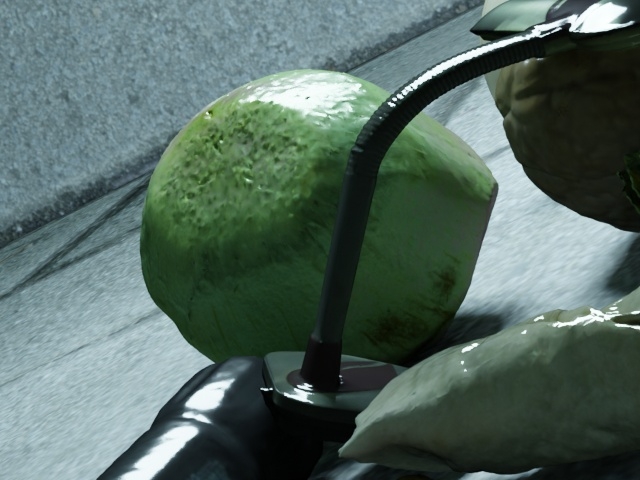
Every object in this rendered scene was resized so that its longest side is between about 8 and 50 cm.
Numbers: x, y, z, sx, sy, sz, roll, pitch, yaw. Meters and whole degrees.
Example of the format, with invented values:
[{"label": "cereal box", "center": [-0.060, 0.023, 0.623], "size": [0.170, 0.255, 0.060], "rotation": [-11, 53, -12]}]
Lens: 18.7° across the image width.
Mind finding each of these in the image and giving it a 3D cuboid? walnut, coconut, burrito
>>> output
[{"label": "walnut", "center": [0.215, -0.089, 1.163], "size": [0.230, 0.178, 0.178], "rotation": [-7, 22, 42]}, {"label": "coconut", "center": [0.000, 0.000, 1.253], "size": [0.236, 0.236, 0.204], "rotation": [-34, 46, -25]}, {"label": "burrito", "center": [0.183, 0.035, 0.835], "size": [0.392, 0.076, 0.117], "rotation": [-21, 4, 34]}]

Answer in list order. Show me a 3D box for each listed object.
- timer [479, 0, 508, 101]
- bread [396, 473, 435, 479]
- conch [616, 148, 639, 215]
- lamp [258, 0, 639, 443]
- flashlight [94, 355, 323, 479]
[{"label": "timer", "center": [0.254, -0.150, 1.393], "size": [0.175, 0.175, 0.266], "rotation": [-33, 16, -22]}, {"label": "bread", "center": [0.009, 0.144, 0.863], "size": [0.136, 0.054, 0.154], "rotation": [-29, 13, -39]}, {"label": "conch", "center": [0.218, -0.024, 1.054], "size": [0.121, 0.074, 0.089], "rotation": [17, 30, 18]}, {"label": "lamp", "center": [0.063, -0.028, 1.061], "size": [0.203, 0.124, 0.283], "rotation": [-128, 63, -80]}, {"label": "flashlight", "center": [-0.105, 0.172, 0.941], "size": [0.103, 0.103, 0.424], "rotation": [-24, 9, 30]}]
